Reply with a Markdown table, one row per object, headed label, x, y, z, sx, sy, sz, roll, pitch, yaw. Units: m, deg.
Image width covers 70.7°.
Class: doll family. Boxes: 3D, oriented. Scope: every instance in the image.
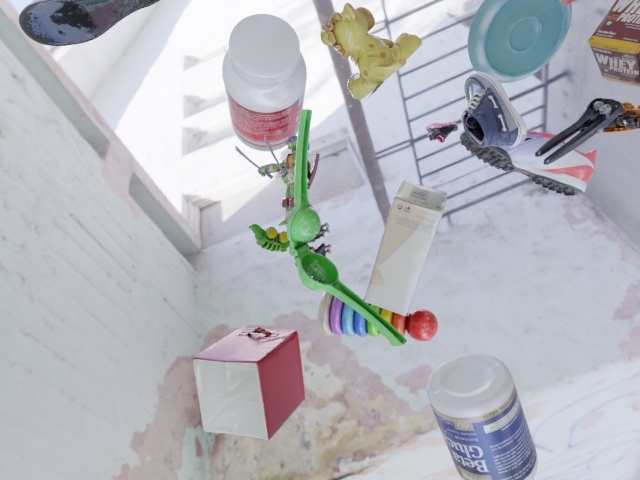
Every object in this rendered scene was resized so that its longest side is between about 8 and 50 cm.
| label | x | y | z | sx | sy | sz | roll | pitch | yaw |
| --- | --- | --- | --- | --- | --- | --- | --- | --- | --- |
| doll family | -0.029 | 0.023 | 1.455 | 0.076 | 0.111 | 0.193 | 32 | 139 | 47 |

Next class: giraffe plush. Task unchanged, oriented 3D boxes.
| label | x | y | z | sx | sy | sz | roll | pitch | yaw |
| --- | --- | --- | --- | --- | --- | --- | --- | --- | --- |
| giraffe plush | 0.087 | -0.414 | 0.962 | 0.170 | 0.181 | 0.210 | 46 | -140 | -13 |

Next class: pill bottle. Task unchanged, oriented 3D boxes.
| label | x | y | z | sx | sy | sz | roll | pitch | yaw |
| --- | --- | --- | --- | --- | --- | --- | --- | --- | --- |
| pill bottle | -0.156 | -0.430 | 1.277 | 0.408 | 0.228 | 0.229 | 120 | 130 | -77 |
| pill bottle | 0.191 | 0.225 | 0.517 | 0.094 | 0.094 | 0.170 | -98 | -14 | -74 |

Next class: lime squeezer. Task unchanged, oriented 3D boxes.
| label | x | y | z | sx | sy | sz | roll | pitch | yaw |
| --- | --- | --- | --- | --- | --- | --- | --- | --- | --- |
| lime squeezer | 0.000 | 0.000 | 0.574 | 0.110 | 0.058 | 0.311 | -17 | 96 | 54 |

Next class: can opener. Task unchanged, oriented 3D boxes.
| label | x | y | z | sx | sy | sz | roll | pitch | yaw |
| --- | --- | --- | --- | --- | --- | --- | --- | --- | --- |
| can opener | 0.517 | -0.215 | 0.901 | 0.059 | 0.186 | 0.073 | 51 | 180 | 38 |

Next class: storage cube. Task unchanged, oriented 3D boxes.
| label | x | y | z | sx | sy | sz | roll | pitch | yaw |
| --- | --- | --- | --- | --- | --- | --- | --- | --- | --- |
| storage cube | -0.166 | 0.334 | 1.088 | 0.193 | 0.183 | 0.215 | -25 | -70 | -64 |

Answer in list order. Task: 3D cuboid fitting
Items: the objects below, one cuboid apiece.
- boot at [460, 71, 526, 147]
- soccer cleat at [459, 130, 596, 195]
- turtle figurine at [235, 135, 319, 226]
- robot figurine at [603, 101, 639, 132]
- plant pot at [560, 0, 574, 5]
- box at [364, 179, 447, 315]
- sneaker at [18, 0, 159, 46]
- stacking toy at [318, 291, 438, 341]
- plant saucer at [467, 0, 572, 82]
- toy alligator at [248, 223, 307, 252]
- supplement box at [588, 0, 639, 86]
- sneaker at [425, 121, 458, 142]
| label | x | y | z | sx | sy | sz | roll | pitch | yaw |
| --- | --- | --- | --- | --- | --- | --- | --- | --- | --- |
| boot | 0.291 | -0.244 | 0.822 | 0.069 | 0.086 | 0.190 | 105 | 153 | -48 |
| soccer cleat | 0.494 | -0.217 | 1.084 | 0.318 | 0.117 | 0.108 | 25 | -178 | 7 |
| turtle figurine | -0.129 | -0.172 | 1.343 | 0.274 | 0.197 | 0.267 | -18 | -76 | -54 |
| robot figurine | 0.854 | -0.332 | 1.188 | 0.291 | 0.210 | 0.085 | -131 | 32 | -76 |
| plant pot | 0.340 | -0.417 | 0.539 | 0.191 | 0.174 | 0.191 | 33 | -134 | -42 |
| box | 0.216 | 0.021 | 1.162 | 0.148 | 0.121 | 0.311 | -53 | -21 | -60 |
| sneaker | -0.422 | -0.463 | 0.837 | 0.145 | 0.270 | 0.090 | 59 | 174 | 31 |
| stacking toy | 0.165 | 0.221 | 1.283 | 0.141 | 0.330 | 0.141 | 4 | -90 | -67 |
| plant saucer | 0.600 | -0.619 | 1.345 | 0.044 | 0.317 | 0.318 | -103 | -9 | -49 |
| toy alligator | -0.104 | 0.007 | 1.131 | 0.189 | 0.056 | 0.052 | 21 | -114 | -43 |
| supplement box | 0.860 | -0.555 | 1.216 | 0.194 | 0.191 | 0.129 | 23 | -167 | -45 |
| sneaker | 0.350 | -0.308 | 1.295 | 0.047 | 0.119 | 0.057 | -14 | 88 | 60 |
